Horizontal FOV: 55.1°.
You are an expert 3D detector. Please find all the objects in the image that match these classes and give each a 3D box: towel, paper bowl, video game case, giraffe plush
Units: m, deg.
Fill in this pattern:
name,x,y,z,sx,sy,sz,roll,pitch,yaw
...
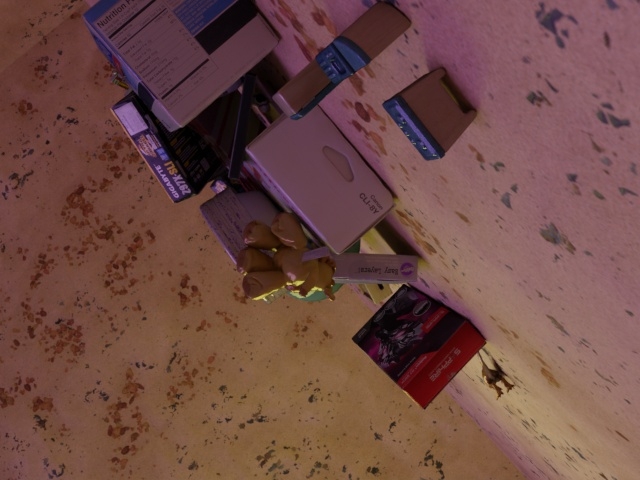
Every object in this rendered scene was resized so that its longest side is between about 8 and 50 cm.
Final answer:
name,x,y,z,sx,sy,sz,roll,pitch,yaw
towel,-0.207,-0.265,1.561,0.329,0.037,0.237,51,-146,-40
paper bowl,-0.146,-0.002,1.442,0.284,0.148,0.284,55,175,8
video game case,-0.159,-0.245,1.265,0.026,0.196,0.274,9,-166,-9
giraffe plush,-0.044,0.050,1.253,0.210,0.181,0.170,4,166,26

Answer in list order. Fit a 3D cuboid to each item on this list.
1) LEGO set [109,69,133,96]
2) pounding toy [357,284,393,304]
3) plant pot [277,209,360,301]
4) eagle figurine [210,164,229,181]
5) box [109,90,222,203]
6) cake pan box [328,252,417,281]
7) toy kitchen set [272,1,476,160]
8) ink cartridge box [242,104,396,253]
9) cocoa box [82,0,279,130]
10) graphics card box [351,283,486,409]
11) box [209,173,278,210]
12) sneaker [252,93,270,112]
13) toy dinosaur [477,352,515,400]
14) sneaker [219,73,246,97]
name,x,y,z,sx,sy,sz,roll,pitch,yaw
LEGO set,-0.566,-0.540,2.135,0.331,0.255,0.192,54,-168,14
pounding toy,0.183,0.139,2.045,0.141,0.100,0.130,61,170,-18
plant pot,0.000,0.000,1.701,0.290,0.290,0.195,48,137,-4
eagle figurine,-0.310,-0.265,1.789,0.226,0.298,0.225,16,-152,-52
box,-0.325,-0.278,1.462,0.257,0.079,0.322,59,-151,-25
cake pan box,0.089,0.070,1.483,0.246,0.266,0.070,137,136,-85
toy kitchen set,0.054,-0.157,0.725,0.166,0.122,0.207,49,175,-12
ink cartridge box,-0.023,-0.126,1.332,0.279,0.160,0.384,49,174,-6
cocoa box,-0.261,-0.361,1.131,0.228,0.231,0.347,49,174,-17
graphics card box,0.246,0.266,1.635,0.094,0.233,0.371,45,176,-19
box,-0.157,-0.131,1.941,0.293,0.073,0.295,46,-145,0
sneaker,-0.151,-0.345,1.493,0.083,0.032,0.037,38,156,34
toy dinosaur,0.447,0.358,1.622,0.112,0.064,0.211,45,174,39
sneaker,-0.256,-0.416,1.439,0.235,0.095,0.090,49,180,42
